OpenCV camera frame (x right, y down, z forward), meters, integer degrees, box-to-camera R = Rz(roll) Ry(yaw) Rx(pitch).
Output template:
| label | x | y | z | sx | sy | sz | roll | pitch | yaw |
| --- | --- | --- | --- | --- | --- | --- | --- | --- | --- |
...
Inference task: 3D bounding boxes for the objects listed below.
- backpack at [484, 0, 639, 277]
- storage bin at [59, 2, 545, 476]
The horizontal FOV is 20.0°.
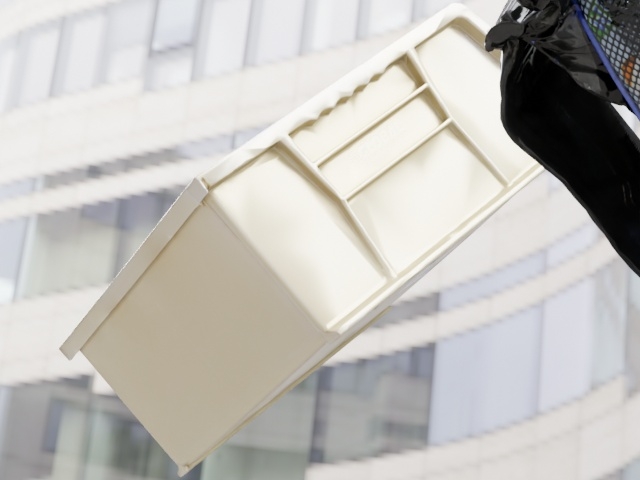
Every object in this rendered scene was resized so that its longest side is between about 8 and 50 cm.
| label | x | y | z | sx | sy | sz | roll | pitch | yaw |
| --- | --- | --- | --- | --- | --- | --- | --- | --- | --- |
| backpack | 0.241 | -0.059 | 0.759 | 0.213 | 0.263 | 0.276 | -21 | 8 | 37 |
| storage bin | 0.000 | 0.000 | 1.180 | 0.123 | 0.260 | 0.262 | 50 | -36 | 4 |
